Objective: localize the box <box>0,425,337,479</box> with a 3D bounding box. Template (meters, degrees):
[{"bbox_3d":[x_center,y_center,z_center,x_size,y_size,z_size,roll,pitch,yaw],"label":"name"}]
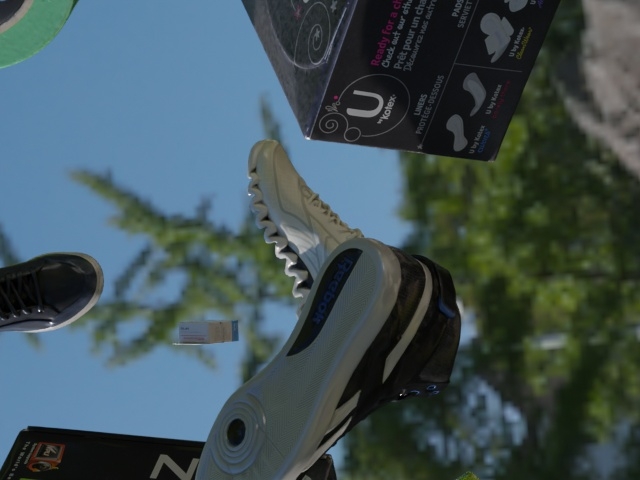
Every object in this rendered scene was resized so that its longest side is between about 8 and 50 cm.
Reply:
[{"bbox_3d":[-0.182,0.342,1.688,0.395,0.318,0.097,-67,-25,-46],"label":"box"}]

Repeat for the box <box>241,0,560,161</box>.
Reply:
[{"bbox_3d":[0.041,-0.190,1.277,0.247,0.142,0.163,-115,36,-49],"label":"box"}]

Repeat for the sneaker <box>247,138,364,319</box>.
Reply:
[{"bbox_3d":[0.000,0.000,2.428,0.292,0.118,0.110,66,-158,-5],"label":"sneaker"}]

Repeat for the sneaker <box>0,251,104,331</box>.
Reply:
[{"bbox_3d":[-0.354,0.070,2.041,0.163,0.226,0.086,-15,-89,-75],"label":"sneaker"}]

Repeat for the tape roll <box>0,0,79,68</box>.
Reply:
[{"bbox_3d":[-0.407,-0.339,2.112,0.077,0.321,0.321,-70,-32,-50],"label":"tape roll"}]

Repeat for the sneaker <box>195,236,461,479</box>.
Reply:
[{"bbox_3d":[0.019,0.106,1.254,0.121,0.217,0.079,19,-159,-45],"label":"sneaker"}]

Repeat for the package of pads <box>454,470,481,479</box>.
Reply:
[{"bbox_3d":[0.131,0.401,1.893,0.229,0.101,0.296,41,-121,-3],"label":"package of pads"}]

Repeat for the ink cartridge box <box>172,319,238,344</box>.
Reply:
[{"bbox_3d":[-0.145,0.115,2.424,0.083,0.048,0.028,-2,-90,-59],"label":"ink cartridge box"}]
